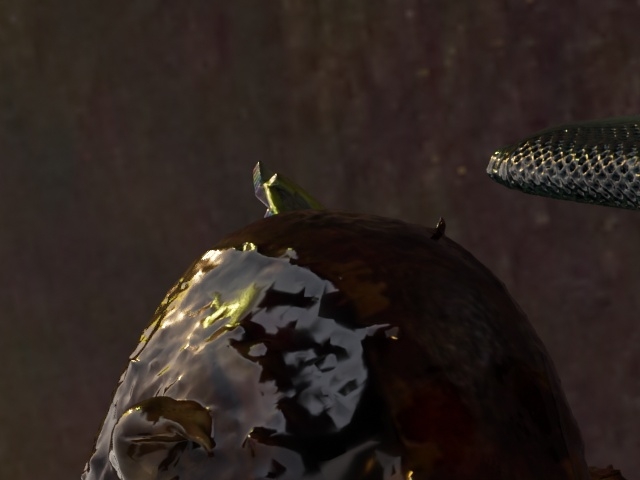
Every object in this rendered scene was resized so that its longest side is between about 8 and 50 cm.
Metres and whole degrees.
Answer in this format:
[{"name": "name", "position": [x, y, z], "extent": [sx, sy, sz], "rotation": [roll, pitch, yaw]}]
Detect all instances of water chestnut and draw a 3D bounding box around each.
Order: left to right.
[{"name": "water chestnut", "position": [0.020, 0.102, 0.775], "extent": [0.223, 0.238, 0.224], "rotation": [15, 108, 56]}]

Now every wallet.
[{"name": "wallet", "position": [0.113, -0.025, 0.589], "extent": [0.129, 0.088, 0.026], "rotation": [-163, 68, -66]}]

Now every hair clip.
[{"name": "hair clip", "position": [0.000, 0.000, 1.179], "extent": [0.060, 0.033, 0.188], "rotation": [38, -177, -24]}]
